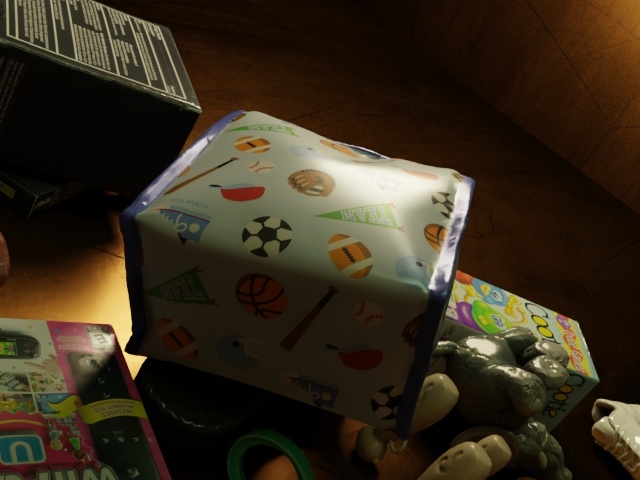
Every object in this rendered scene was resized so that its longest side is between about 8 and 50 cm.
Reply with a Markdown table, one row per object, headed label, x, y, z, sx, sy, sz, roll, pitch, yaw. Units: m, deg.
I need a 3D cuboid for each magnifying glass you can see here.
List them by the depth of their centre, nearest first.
| label | x | y | z | sx | sy | sz | roll | pitch | yaw |
| --- | --- | --- | --- | --- | --- | --- | --- | --- | --- |
| magnifying glass | -0.011 | 0.296 | 0.842 | 0.231 | 0.092 | 0.026 | 47 | 25 | 9 |

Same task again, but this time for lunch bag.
| label | x | y | z | sx | sy | sz | roll | pitch | yaw |
| --- | --- | --- | --- | --- | --- | --- | --- | --- | --- |
| lunch bag | 0.000 | 0.000 | 0.929 | 0.328 | 0.238 | 0.385 | 16 | 35 | 7 |

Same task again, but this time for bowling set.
| label | x | y | z | sx | sy | sz | roll | pitch | yaw |
| --- | --- | --- | --- | --- | --- | --- | --- | --- | --- |
| bowling set | 0.172 | 0.322 | 0.950 | 0.200 | 0.154 | 0.287 | 39 | 19 | -27 |

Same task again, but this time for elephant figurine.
| label | x | y | z | sx | sy | sz | roll | pitch | yaw |
| --- | --- | --- | --- | --- | --- | --- | --- | --- | --- |
| elephant figurine | 0.251 | 0.253 | 1.120 | 0.169 | 0.239 | 0.186 | -20 | 37 | -35 |

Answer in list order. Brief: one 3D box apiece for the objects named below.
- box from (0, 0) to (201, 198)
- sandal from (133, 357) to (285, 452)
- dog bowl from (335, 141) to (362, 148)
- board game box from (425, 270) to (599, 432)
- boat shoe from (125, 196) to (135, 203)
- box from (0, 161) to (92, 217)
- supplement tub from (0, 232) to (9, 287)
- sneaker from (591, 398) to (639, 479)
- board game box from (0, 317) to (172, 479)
| label | x | y | z | sx | sy | sz | roll | pitch | yaw |
| --- | --- | --- | --- | --- | --- | --- | --- | --- | --- |
| box | -0.364 | -0.232 | 1.179 | 0.294 | 0.182 | 0.296 | 15 | 30 | -30 |
| sandal | -0.073 | 0.141 | 1.026 | 0.167 | 0.107 | 0.446 | 42 | 33 | 18 |
| dog bowl | 0.056 | -0.058 | 1.393 | 0.297 | 0.166 | 0.074 | 41 | 3 | -37 |
| board game box | 0.265 | 0.169 | 1.258 | 0.275 | 0.144 | 0.142 | 23 | 32 | -14 |
| boat shoe | -0.258 | -0.054 | 1.236 | 0.135 | 0.050 | 0.045 | 32 | 27 | 27 |
| box | -0.434 | -0.124 | 1.173 | 0.184 | 0.045 | 0.191 | 32 | 26 | 7 |
| supplement tub | -0.427 | 0.037 | 0.825 | 0.106 | 0.106 | 0.198 | 36 | 27 | 12 |
| sneaker | 0.499 | 0.339 | 1.307 | 0.115 | 0.090 | 0.232 | 20 | 18 | -7 |
| board game box | -0.261 | 0.203 | 0.717 | 0.224 | 0.097 | 0.303 | 8 | 34 | -38 |
